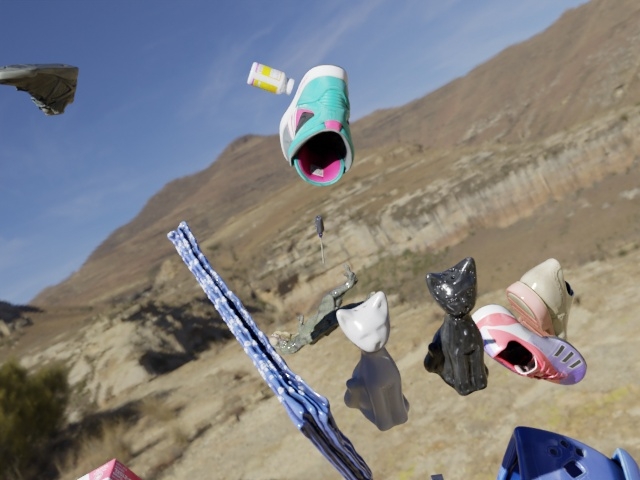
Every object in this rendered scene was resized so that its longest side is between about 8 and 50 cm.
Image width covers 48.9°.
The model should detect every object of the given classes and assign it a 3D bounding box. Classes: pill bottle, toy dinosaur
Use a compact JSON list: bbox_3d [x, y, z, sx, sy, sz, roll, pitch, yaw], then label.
[{"bbox_3d":[-0.093,-0.304,1.332,0.043,0.083,0.044,-162,90,-79],"label":"pill bottle"},{"bbox_3d":[0.021,0.113,1.169,0.268,0.064,0.118,-36,19,41],"label":"toy dinosaur"}]

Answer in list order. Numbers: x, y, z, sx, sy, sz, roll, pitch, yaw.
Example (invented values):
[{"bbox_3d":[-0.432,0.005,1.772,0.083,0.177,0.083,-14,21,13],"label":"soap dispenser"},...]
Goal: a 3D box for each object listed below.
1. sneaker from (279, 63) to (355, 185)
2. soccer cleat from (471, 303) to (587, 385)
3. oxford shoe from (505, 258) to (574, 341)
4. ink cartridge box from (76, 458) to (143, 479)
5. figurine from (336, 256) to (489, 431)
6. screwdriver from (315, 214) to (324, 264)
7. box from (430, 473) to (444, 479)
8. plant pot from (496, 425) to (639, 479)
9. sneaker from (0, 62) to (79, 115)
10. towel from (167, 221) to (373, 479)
[{"bbox_3d":[-0.010,-0.174,1.341,0.123,0.179,0.295,5,-26,-11],"label":"sneaker"},{"bbox_3d":[0.431,0.240,1.417,0.109,0.318,0.116,-46,29,24],"label":"soccer cleat"},{"bbox_3d":[0.581,0.180,1.750,0.146,0.140,0.397,-45,-35,-3],"label":"oxford shoe"},{"bbox_3d":[-0.500,0.619,1.514,0.171,0.100,0.237,-32,25,21],"label":"ink cartridge box"},{"bbox_3d":[0.126,0.137,0.965,0.214,0.210,0.092,-20,37,-13],"label":"figurine"},{"bbox_3d":[0.000,0.000,1.916,0.024,0.025,0.170,-37,-37,-31],"label":"screwdriver"},{"bbox_3d":[0.242,0.554,1.366,0.029,0.162,0.116,-9,2,2],"label":"box"},{"bbox_3d":[0.413,0.471,1.147,0.211,0.236,0.236,4,41,3],"label":"plant pot"},{"bbox_3d":[-0.689,-0.363,1.710,0.087,0.131,0.227,16,18,27],"label":"sneaker"},{"bbox_3d":[-0.057,0.139,0.857,0.040,0.336,0.243,-36,-39,-7],"label":"towel"}]
